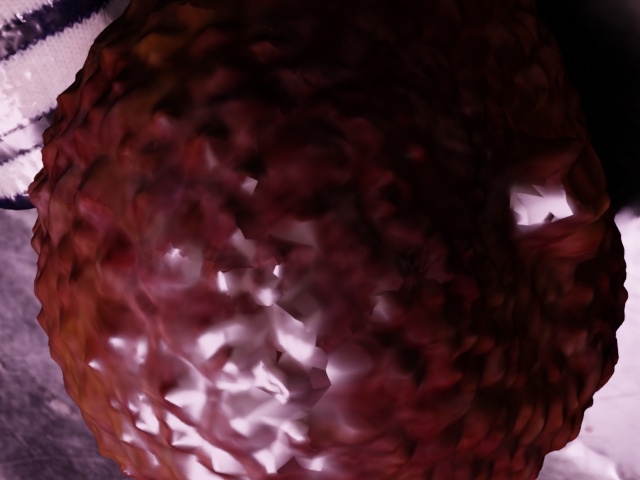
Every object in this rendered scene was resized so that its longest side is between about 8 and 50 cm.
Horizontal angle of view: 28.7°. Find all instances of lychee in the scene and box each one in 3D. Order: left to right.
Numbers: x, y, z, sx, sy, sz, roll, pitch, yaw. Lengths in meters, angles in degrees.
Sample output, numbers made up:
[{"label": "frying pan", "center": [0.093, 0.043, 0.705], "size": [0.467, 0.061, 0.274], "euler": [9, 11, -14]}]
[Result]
[{"label": "lychee", "center": [0.000, 0.000, 0.504], "size": [0.260, 0.260, 0.260], "euler": [11, 121, 18]}]

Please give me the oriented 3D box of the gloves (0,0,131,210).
[{"label": "gloves", "center": [-0.157, -0.133, 0.575], "size": [0.140, 0.131, 0.218], "euler": [-12, 121, 26]}]
